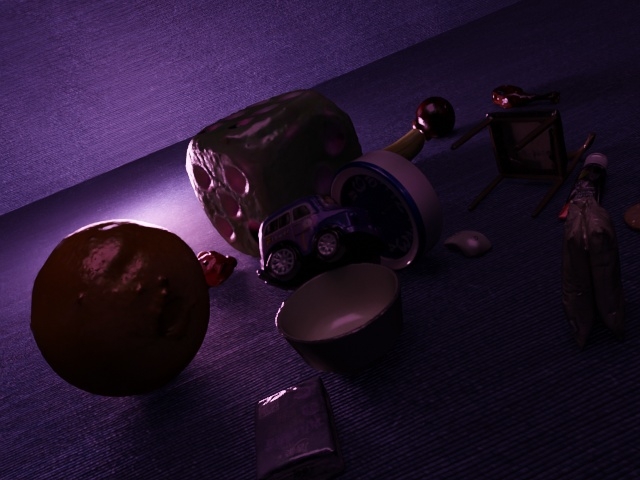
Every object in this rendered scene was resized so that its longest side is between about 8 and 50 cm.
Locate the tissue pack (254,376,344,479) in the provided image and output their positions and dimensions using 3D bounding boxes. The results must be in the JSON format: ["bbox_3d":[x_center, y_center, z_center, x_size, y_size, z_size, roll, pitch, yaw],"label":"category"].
[{"bbox_3d":[-0.035,0.269,0.828,0.112,0.051,0.156,-23,24,3],"label":"tissue pack"}]

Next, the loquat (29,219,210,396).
[{"bbox_3d":[-0.356,0.120,1.080,0.328,0.328,0.328,-18,24,8],"label":"loquat"}]

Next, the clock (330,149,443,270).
[{"bbox_3d":[0.125,-0.056,1.156,0.083,0.230,0.230,-32,26,-33],"label":"clock"}]

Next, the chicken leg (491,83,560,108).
[{"bbox_3d":[0.589,-0.424,1.766,0.106,0.051,0.253,-23,26,-17],"label":"chicken leg"}]

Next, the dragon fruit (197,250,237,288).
[{"bbox_3d":[-0.261,0.062,1.425,0.112,0.068,0.126,4,36,44],"label":"dragon fruit"}]

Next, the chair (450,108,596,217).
[{"bbox_3d":[0.431,-0.192,1.260,0.272,0.166,0.188,-37,28,-30],"label":"chair"}]

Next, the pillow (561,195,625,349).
[{"bbox_3d":[0.368,0.036,0.819,0.077,0.181,0.134,-6,28,25],"label":"pillow"}]

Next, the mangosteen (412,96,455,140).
[{"bbox_3d":[0.325,-0.351,1.756,0.140,0.140,0.140,-18,24,8],"label":"mangosteen"}]

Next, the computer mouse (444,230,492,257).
[{"bbox_3d":[0.279,-0.001,1.153,0.056,0.032,0.110,-29,25,-17],"label":"computer mouse"}]

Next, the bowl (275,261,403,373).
[{"bbox_3d":[0.042,0.137,0.963,0.211,0.112,0.211,-17,24,8],"label":"bowl"}]

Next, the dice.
[{"bbox_3d":[-0.101,-0.164,1.446,0.318,0.330,0.322,9,37,46],"label":"dice"}]

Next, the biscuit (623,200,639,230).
[{"bbox_3d":[0.581,-0.045,1.018,0.120,0.015,0.120,-17,25,8],"label":"biscuit"}]

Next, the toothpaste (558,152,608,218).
[{"bbox_3d":[0.519,-0.100,1.157,0.071,0.045,0.193,0,37,39],"label":"toothpaste"}]

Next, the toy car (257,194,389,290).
[{"bbox_3d":[0.000,0.000,1.122,0.235,0.172,0.158,-24,65,24],"label":"toy car"}]

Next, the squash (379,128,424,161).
[{"bbox_3d":[0.180,-0.218,1.624,0.250,0.083,0.083,-32,26,-21],"label":"squash"}]
